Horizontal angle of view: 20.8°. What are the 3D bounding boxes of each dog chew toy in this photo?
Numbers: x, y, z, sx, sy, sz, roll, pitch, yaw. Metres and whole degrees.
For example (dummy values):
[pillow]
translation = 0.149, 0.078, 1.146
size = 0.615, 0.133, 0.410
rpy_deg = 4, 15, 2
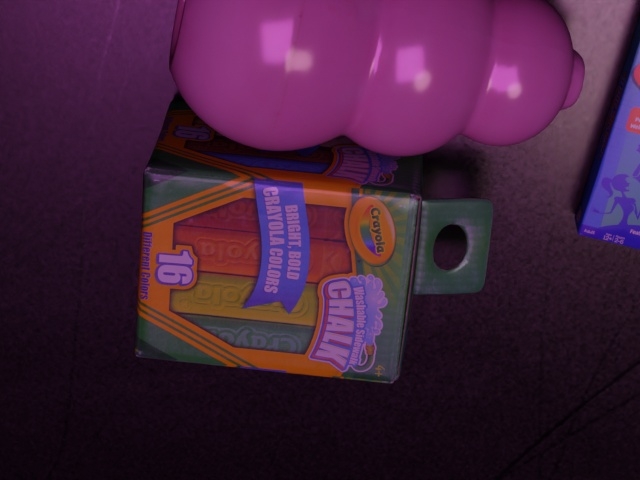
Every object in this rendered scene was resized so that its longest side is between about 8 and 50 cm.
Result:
[dog chew toy]
translation = 0.050, -0.159, 1.408
size = 0.332, 0.206, 0.206
rpy_deg = 10, 114, -8

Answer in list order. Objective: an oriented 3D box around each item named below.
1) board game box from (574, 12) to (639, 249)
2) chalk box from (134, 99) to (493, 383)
[board game box]
translation = 0.324, -0.087, 1.494
size = 0.160, 0.047, 0.210
rpy_deg = 13, 113, -1
[chalk box]
translation = 0.000, 0.000, 1.484
size = 0.289, 0.179, 0.180
rpy_deg = 5, 114, 2
